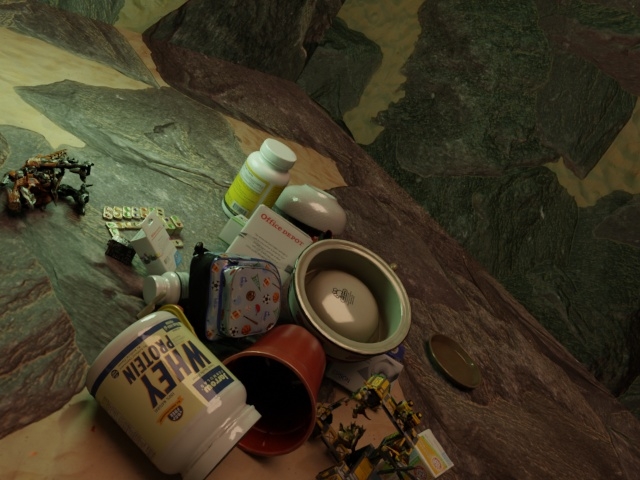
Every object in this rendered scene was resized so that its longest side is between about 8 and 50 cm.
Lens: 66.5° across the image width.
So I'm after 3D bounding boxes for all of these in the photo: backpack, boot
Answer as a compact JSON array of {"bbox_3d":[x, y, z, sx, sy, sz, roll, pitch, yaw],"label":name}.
[{"bbox_3d":[-0.226,0.153,1.370,0.213,0.277,0.263,12,6,35],"label":"backpack"},{"bbox_3d":[0.000,0.000,2.045,0.088,0.176,0.244,28,27,-15],"label":"boot"}]

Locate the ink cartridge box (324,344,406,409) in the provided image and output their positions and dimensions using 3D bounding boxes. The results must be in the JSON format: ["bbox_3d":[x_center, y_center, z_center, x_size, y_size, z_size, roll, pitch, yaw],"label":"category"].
[{"bbox_3d":[0.156,0.395,1.591,0.223,0.224,0.045,32,-18,-8],"label":"ink cartridge box"}]

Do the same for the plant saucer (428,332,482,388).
[{"bbox_3d":[0.560,0.511,2.060,0.277,0.041,0.278,28,28,-17],"label":"plant saucer"}]

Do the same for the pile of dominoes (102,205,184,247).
[{"bbox_3d":[-0.572,-0.056,1.591,0.251,0.040,0.196,-2,47,-53],"label":"pile of dominoes"}]

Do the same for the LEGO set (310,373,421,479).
[{"bbox_3d":[0.077,0.507,1.215,0.192,0.331,0.255,-24,85,-58],"label":"LEGO set"}]

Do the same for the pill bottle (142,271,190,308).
[{"bbox_3d":[-0.406,0.142,1.400,0.180,0.108,0.108,5,41,-46],"label":"pill bottle"}]

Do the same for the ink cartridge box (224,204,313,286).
[{"bbox_3d":[-0.190,0.063,1.576,0.211,0.289,0.121,36,-10,-4],"label":"ink cartridge box"}]

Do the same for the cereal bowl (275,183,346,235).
[{"bbox_3d":[-0.025,-0.157,2.197,0.338,0.141,0.339,27,10,-5],"label":"cereal bowl"}]

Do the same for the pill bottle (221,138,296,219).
[{"bbox_3d":[-0.239,-0.228,1.940,0.187,0.334,0.188,29,28,-17],"label":"pill bottle"}]

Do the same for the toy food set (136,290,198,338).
[{"bbox_3d":[-0.377,0.238,1.279,0.218,0.128,0.071,49,13,29],"label":"toy food set"}]

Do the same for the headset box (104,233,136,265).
[{"bbox_3d":[-0.582,0.025,1.424,0.083,0.062,0.032,30,27,-12],"label":"headset box"}]

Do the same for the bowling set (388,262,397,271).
[{"bbox_3d":[0.196,0.146,2.072,0.200,0.154,0.287,38,26,2],"label":"bowling set"}]

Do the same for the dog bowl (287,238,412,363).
[{"bbox_3d":[0.075,0.200,1.531,0.407,0.150,0.408,17,47,-19],"label":"dog bowl"}]

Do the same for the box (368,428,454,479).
[{"bbox_3d":[0.237,0.619,1.313,0.103,0.203,0.114,3,43,-49],"label":"box"}]

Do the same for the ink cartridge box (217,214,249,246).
[{"bbox_3d":[-0.263,-0.011,1.752,0.160,0.093,0.219,36,5,-5],"label":"ink cartridge box"}]

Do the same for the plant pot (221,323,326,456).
[{"bbox_3d":[-0.111,0.360,1.272,0.272,0.272,0.265,39,18,3],"label":"plant pot"}]

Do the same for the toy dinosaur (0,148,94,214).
[{"bbox_3d":[-0.795,-0.191,1.432,0.218,0.164,0.322,10,56,-16],"label":"toy dinosaur"}]

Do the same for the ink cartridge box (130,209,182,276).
[{"bbox_3d":[-0.493,0.015,1.445,0.104,0.061,0.181,-80,151,-61],"label":"ink cartridge box"}]

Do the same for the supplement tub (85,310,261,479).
[{"bbox_3d":[-0.311,0.340,1.056,0.325,0.235,0.235,42,27,10],"label":"supplement tub"}]
